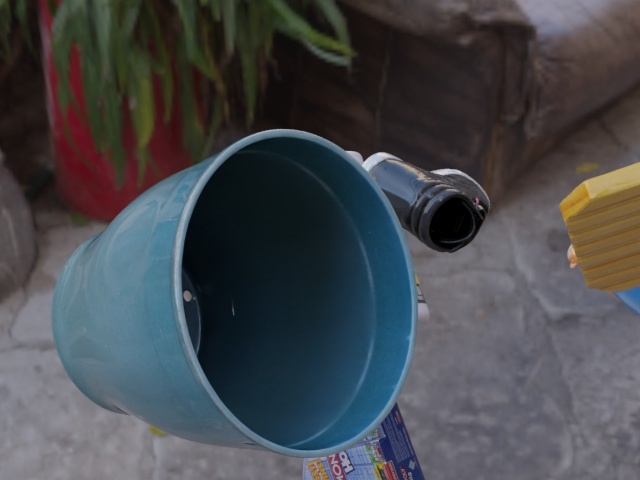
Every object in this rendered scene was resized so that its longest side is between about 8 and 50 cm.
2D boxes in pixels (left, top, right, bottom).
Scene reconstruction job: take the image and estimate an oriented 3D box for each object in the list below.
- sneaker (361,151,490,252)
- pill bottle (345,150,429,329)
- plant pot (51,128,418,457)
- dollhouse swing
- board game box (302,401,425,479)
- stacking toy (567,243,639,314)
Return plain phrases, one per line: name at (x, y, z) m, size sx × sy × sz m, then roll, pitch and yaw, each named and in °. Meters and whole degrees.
sneaker at (0.181, -0.033, 1.752) m, size 0.147 × 0.104 × 0.296 m, roll 39°, pitch 15°, yaw 36°
pill bottle at (0.059, 0.019, 2.262) m, size 0.188 × 0.188 × 0.334 m, roll -14°, pitch 76°, yaw -17°
plant pot at (-0.096, 0.060, 1.125) m, size 0.255 × 0.272 × 0.271 m, roll -12°, pitch 20°, yaw 46°
dollhouse swing at (0.502, 0.042, 1.482) m, size 0.305 × 0.347 × 0.315 m, roll -31°, pitch 60°, yaw 3°
board game box at (0.035, 0.278, 1.715) m, size 0.060 × 0.194 × 0.194 m, roll -18°, pitch -3°, yaw -42°
stacking toy at (0.486, 0.025, 2.040) m, size 0.175 × 0.166 × 0.302 m, roll -58°, pitch 19°, yaw -6°
